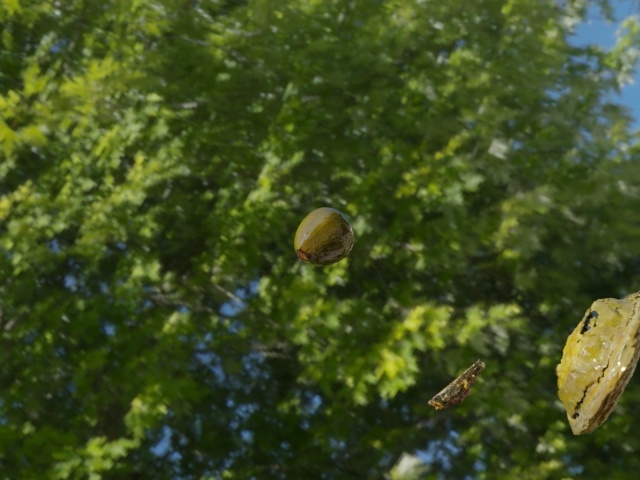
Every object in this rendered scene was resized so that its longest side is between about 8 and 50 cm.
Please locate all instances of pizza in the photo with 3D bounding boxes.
[{"bbox_3d":[0.145,0.170,1.261,0.083,0.025,0.078,-47,-11,33],"label":"pizza"}]

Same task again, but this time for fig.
[{"bbox_3d":[0.000,0.000,1.476,0.088,0.074,0.074,-36,-45,-40],"label":"fig"}]

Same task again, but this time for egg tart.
[{"bbox_3d":[0.461,0.183,1.909,0.291,0.107,0.291,-62,-5,-10],"label":"egg tart"}]
